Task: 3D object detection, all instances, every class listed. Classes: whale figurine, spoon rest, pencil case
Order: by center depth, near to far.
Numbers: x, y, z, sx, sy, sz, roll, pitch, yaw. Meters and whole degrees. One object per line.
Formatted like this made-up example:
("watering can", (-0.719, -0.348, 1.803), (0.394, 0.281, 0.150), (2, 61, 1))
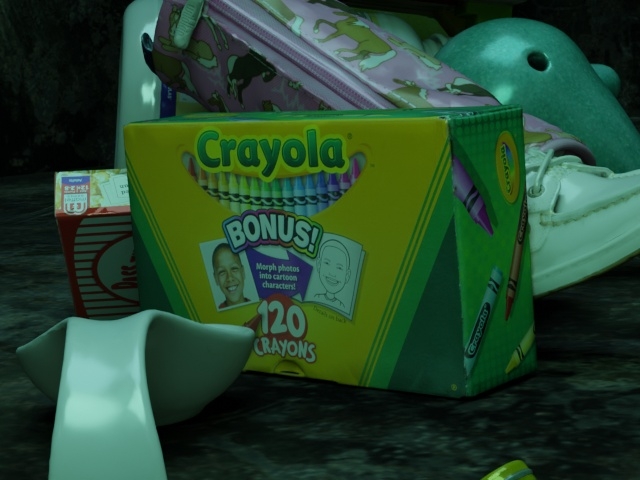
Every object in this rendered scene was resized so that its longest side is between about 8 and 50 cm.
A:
("spoon rest", (-0.102, 0.069, 0.813), (0.137, 0.084, 0.276), (-4, 8, -3))
("pencil case", (0.034, -0.101, 1.196), (0.386, 0.160, 0.167), (38, 45, 27))
("whale figurine", (0.209, -0.086, 1.295), (0.272, 0.141, 0.216), (32, 58, 10))

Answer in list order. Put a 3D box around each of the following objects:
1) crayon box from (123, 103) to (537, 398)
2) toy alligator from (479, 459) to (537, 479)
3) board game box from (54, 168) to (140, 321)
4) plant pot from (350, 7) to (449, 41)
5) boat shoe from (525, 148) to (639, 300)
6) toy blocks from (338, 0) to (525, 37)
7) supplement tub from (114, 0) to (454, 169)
("crayon box", (0.000, 0.000, 0.975), (0.278, 0.165, 0.081), (2, 10, 41))
("toy alligator", (0.038, 0.119, 0.494), (0.190, 0.056, 0.051), (-13, -30, -48))
("board game box", (-0.097, 0.002, 1.160), (0.194, 0.045, 0.146), (-4, -35, -3))
("plant pot", (0.027, -0.204, 1.849), (0.367, 0.352, 0.366), (-3, 7, 0))
("boat shoe", (0.133, -0.014, 0.968), (0.277, 0.096, 0.098), (-25, -2, 41))
("toy blocks", (0.059, -0.293, 1.527), (0.261, 0.190, 0.381), (5, 3, -11))
("supplement tub", (-0.029, -0.105, 1.463), (0.331, 0.241, 0.241), (3, 6, -9))
